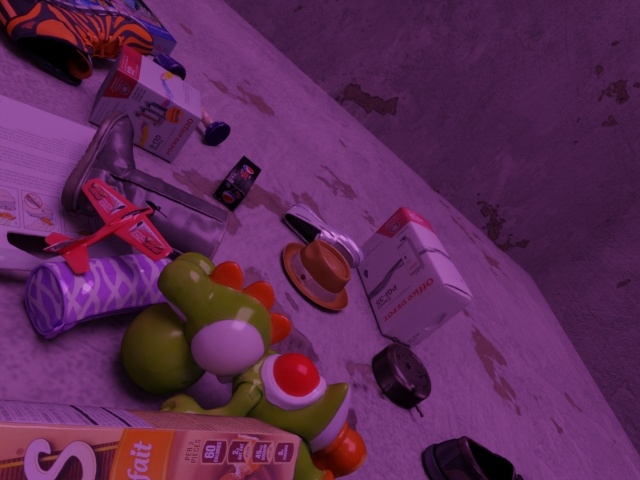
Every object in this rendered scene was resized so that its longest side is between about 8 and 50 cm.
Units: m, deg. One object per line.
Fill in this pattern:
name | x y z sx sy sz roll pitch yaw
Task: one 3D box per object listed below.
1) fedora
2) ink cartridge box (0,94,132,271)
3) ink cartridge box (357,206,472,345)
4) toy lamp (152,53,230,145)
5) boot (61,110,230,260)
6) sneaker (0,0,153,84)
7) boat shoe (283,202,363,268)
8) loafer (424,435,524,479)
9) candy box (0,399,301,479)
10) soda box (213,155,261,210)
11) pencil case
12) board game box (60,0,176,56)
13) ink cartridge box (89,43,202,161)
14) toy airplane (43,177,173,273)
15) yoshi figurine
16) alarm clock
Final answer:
fedora | 0.007 0.061 1.011 0.194 0.079 0.194 35 25 -19
ink cartridge box | -0.381 -0.064 0.593 0.275 0.060 0.239 15 58 -59
ink cartridge box | 0.220 0.086 1.150 0.117 0.207 0.283 26 30 -33
toy lamp | -0.333 -0.364 1.154 0.275 0.080 0.080 50 24 13
boot | -0.228 -0.075 0.653 0.208 0.076 0.190 19 58 -15
sneaker | -0.481 -0.400 0.954 0.321 0.124 0.180 -11 62 -49
boat shoe | 0.000 0.000 1.119 0.226 0.083 0.075 36 33 11
loafer | 0.331 0.456 0.873 0.302 0.095 0.109 33 27 -25
candy box | -0.172 0.228 0.345 0.316 0.087 0.183 23 71 -40
soda box | -0.188 -0.135 1.047 0.060 0.053 0.169 39 25 -14
pencil case | -0.258 0.064 0.585 0.206 0.086 0.088 -4 64 -57
board game box | -0.592 -0.644 1.204 0.318 0.066 0.318 50 24 12
ink cartridge box | -0.347 -0.274 0.925 0.176 0.128 0.127 26 30 -35
toy airplane | -0.253 -0.011 0.545 0.151 0.028 0.151 15 43 -14
yoshi figurine | -0.109 0.193 0.572 0.203 0.203 0.362 -36 97 -26
alarm clock | 0.175 0.270 0.972 0.129 0.064 0.192 37 22 -16
